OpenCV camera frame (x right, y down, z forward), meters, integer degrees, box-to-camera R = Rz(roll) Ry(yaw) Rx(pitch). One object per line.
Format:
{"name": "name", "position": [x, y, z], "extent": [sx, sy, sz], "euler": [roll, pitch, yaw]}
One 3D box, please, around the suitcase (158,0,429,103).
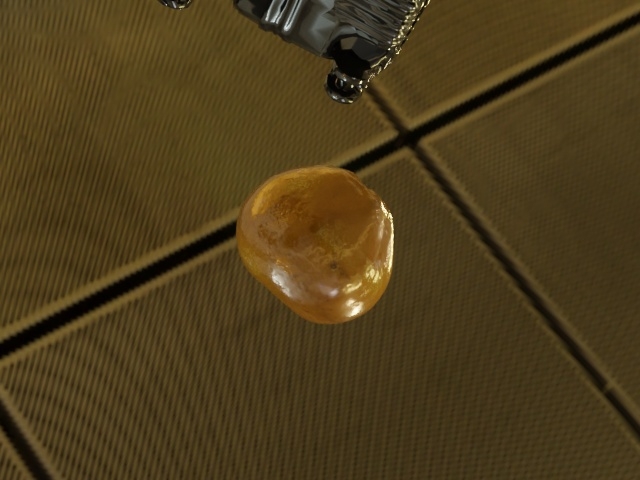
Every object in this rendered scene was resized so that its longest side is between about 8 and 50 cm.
{"name": "suitcase", "position": [0.057, -0.279, 0.906], "extent": [0.152, 0.230, 0.335], "euler": [30, -133, 0]}

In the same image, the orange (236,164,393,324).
{"name": "orange", "position": [0.000, 0.000, 1.375], "extent": [0.159, 0.159, 0.136], "euler": [44, -92, 9]}
